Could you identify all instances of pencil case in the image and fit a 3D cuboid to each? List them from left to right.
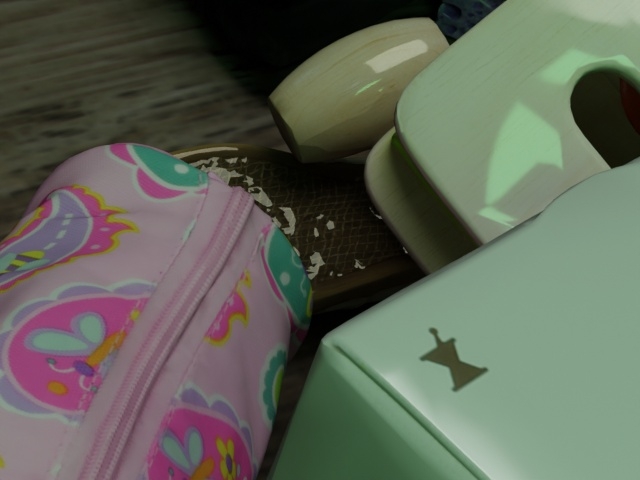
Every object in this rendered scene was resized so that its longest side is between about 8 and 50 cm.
[{"bbox_3d":[-0.082,0.078,0.573,0.124,0.124,0.284,21,30,1],"label":"pencil case"}]

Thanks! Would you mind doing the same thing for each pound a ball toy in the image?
[{"bbox_3d":[0.130,0.017,0.659,0.135,0.208,0.319,-38,86,-7],"label":"pound a ball toy"}]

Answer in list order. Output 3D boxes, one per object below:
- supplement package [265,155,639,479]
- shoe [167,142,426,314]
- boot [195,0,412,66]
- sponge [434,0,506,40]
[{"bbox_3d":[0.078,0.141,0.474,0.177,0.293,0.175,-27,60,-39],"label":"supplement package"},{"bbox_3d":[0.000,0.000,0.777,0.219,0.058,0.077,-5,69,-21],"label":"shoe"},{"bbox_3d":[0.051,-0.273,1.025,0.445,0.146,0.367,-29,38,-25],"label":"boot"},{"bbox_3d":[0.172,-0.108,0.970,0.210,0.031,0.117,25,42,5],"label":"sponge"}]
